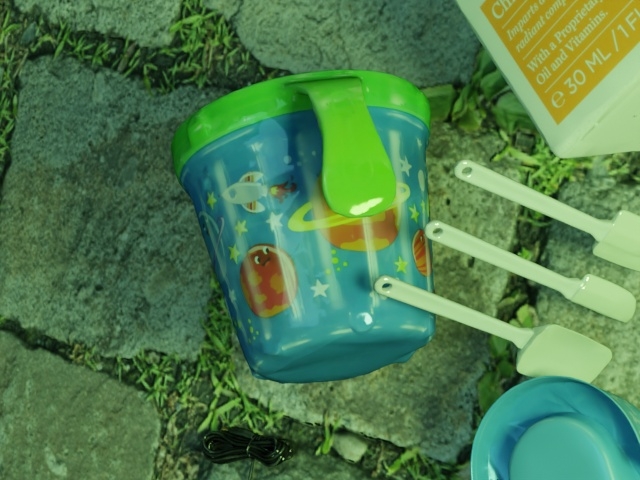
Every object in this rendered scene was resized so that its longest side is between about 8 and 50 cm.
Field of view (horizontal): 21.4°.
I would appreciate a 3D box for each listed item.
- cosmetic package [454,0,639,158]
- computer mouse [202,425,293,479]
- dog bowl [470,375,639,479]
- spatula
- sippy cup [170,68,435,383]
[{"bbox_3d":[0.192,-0.314,1.387,0.230,0.161,0.453,-49,61,38],"label":"cosmetic package"},{"bbox_3d":[-0.084,0.281,1.672,0.106,0.042,0.193,9,94,36],"label":"computer mouse"},{"bbox_3d":[0.234,0.257,1.418,0.166,0.074,0.297,-25,75,34],"label":"dog bowl"},{"bbox_3d":[0.171,0.029,1.382,0.168,0.242,0.019,-55,33,24],"label":"spatula"},{"bbox_3d":[0.000,0.000,1.482,0.240,0.305,0.224,-18,71,21],"label":"sippy cup"}]
